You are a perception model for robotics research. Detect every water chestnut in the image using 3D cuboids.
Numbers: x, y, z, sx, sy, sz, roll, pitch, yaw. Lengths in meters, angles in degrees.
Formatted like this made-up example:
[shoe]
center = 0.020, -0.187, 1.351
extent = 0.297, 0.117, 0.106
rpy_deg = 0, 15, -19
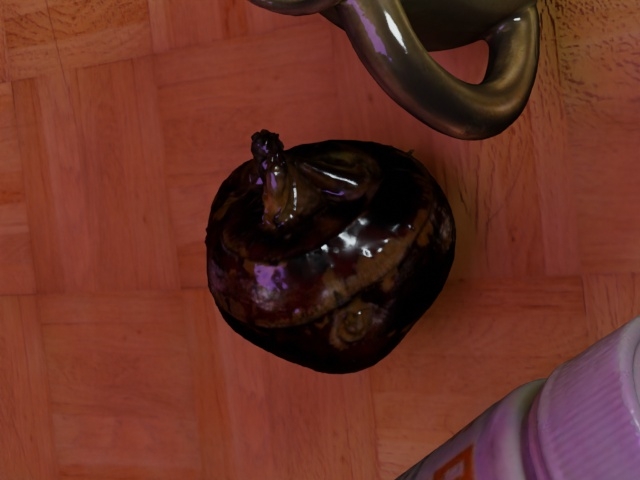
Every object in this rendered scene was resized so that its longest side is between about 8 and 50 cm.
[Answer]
[water chestnut]
center = 0.000, 0.000, 1.333
extent = 0.223, 0.223, 0.238
rpy_deg = 22, 143, 38

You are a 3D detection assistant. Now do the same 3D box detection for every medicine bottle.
[medicine bottle]
center = 0.178, 0.236, 1.213
extent = 0.388, 0.219, 0.219
rpy_deg = -42, 69, 37

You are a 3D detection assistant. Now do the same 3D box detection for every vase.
[vase]
center = 0.063, -0.228, 1.188
extent = 0.241, 0.302, 0.329
rpy_deg = -33, 75, 39
